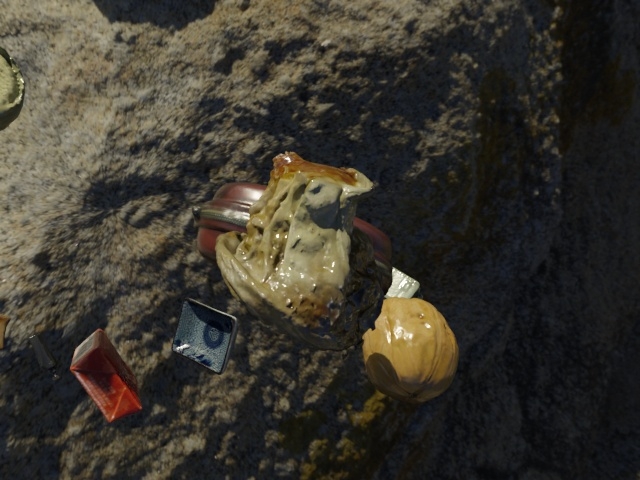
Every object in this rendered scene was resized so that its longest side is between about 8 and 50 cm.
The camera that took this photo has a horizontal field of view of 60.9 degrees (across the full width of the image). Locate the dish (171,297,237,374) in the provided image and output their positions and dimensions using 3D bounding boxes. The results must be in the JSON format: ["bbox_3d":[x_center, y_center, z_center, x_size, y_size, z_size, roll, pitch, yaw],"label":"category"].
[{"bbox_3d":[-0.347,0.297,1.712,0.080,0.243,0.182,13,92,-55],"label":"dish"}]

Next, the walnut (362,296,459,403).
[{"bbox_3d":[0.181,0.219,1.115,0.195,0.222,0.195,-3,130,-3],"label":"walnut"}]

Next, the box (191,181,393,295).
[{"bbox_3d":[-0.032,0.029,0.784,0.263,0.404,0.108,18,81,3],"label":"box"}]

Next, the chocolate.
[{"bbox_3d":[-0.639,0.405,1.630,0.108,0.237,0.235,-33,106,-16],"label":"chocolate"}]

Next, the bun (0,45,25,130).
[{"bbox_3d":[-0.830,-0.359,1.264,0.259,0.152,0.259,27,50,-37],"label":"bun"}]

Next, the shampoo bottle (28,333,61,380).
[{"bbox_3d":[-0.759,0.323,1.503,0.027,0.048,0.137,-32,86,23],"label":"shampoo bottle"}]

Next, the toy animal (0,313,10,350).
[{"bbox_3d":[-0.283,0.029,0.320,0.188,0.179,0.089,31,65,18],"label":"toy animal"}]

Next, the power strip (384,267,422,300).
[{"bbox_3d":[0.188,0.123,1.553,0.093,0.288,0.053,-49,151,-18],"label":"power strip"}]

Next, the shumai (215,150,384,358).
[{"bbox_3d":[-0.002,0.000,0.394,0.145,0.145,0.116,23,107,-20],"label":"shumai"}]
